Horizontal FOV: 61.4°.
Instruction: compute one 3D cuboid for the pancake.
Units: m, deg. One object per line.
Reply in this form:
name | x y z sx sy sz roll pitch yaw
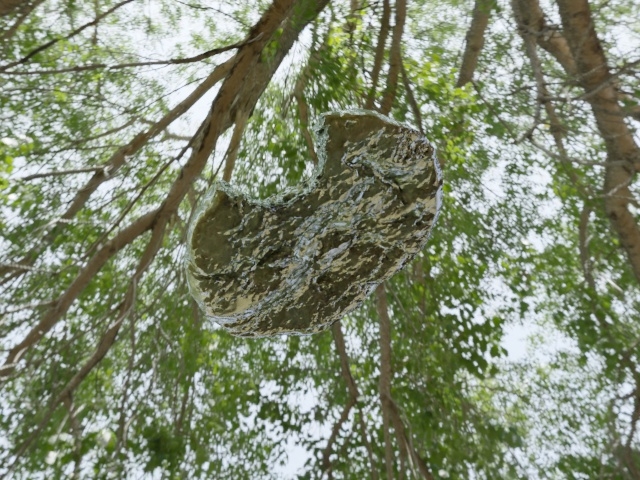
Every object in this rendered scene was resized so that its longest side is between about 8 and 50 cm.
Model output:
pancake | 0.000 0.000 0.479 0.253 0.037 0.254 -19 -40 -17
